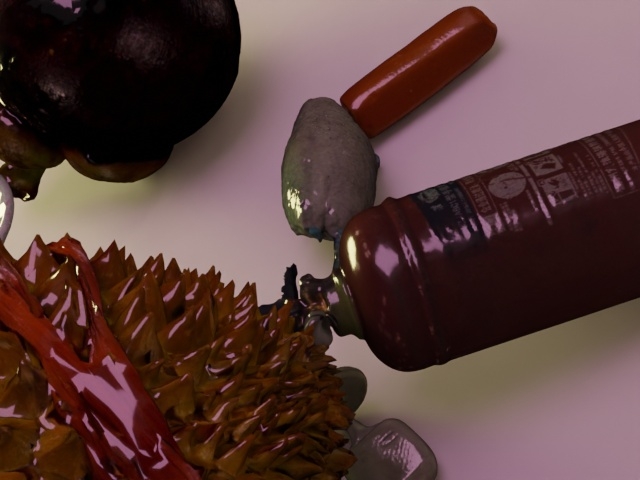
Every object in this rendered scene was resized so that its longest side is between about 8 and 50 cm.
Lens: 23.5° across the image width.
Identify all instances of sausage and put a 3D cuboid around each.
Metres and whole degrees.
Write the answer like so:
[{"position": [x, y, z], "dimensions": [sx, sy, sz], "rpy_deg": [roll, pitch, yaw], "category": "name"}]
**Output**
[{"position": [0.073, -0.125, 1.124], "dimensions": [0.131, 0.041, 0.039], "rpy_deg": [-37, 22, -7], "category": "sausage"}]

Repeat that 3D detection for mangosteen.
[{"position": [-0.178, -0.133, 1.175], "dimensions": [0.250, 0.211, 0.211], "rpy_deg": [-55, 40, 21], "category": "mangosteen"}]

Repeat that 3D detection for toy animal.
[{"position": [0.004, -0.002, 1.026], "dimensions": [0.070, 0.079, 0.252], "rpy_deg": [-9, 49, 13], "category": "toy animal"}]

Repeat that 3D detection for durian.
[{"position": [-0.140, 0.169, 0.775], "dimensions": [0.348, 0.347, 0.384], "rpy_deg": [12, 47, 36], "category": "durian"}]

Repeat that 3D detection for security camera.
[{"position": [0.029, 0.125, 0.928], "dimensions": [0.058, 0.058, 0.092], "rpy_deg": [-36, 56, -5], "category": "security camera"}]

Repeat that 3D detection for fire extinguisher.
[{"position": [0.098, 0.005, 0.917], "dimensions": [0.344, 0.102, 0.138], "rpy_deg": [-18, 19, -2], "category": "fire extinguisher"}]

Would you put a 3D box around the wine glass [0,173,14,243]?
[{"position": [-0.205, 0.058, 1.002], "dimensions": [0.165, 0.196, 0.165], "rpy_deg": [-14, 45, 14], "category": "wine glass"}]
